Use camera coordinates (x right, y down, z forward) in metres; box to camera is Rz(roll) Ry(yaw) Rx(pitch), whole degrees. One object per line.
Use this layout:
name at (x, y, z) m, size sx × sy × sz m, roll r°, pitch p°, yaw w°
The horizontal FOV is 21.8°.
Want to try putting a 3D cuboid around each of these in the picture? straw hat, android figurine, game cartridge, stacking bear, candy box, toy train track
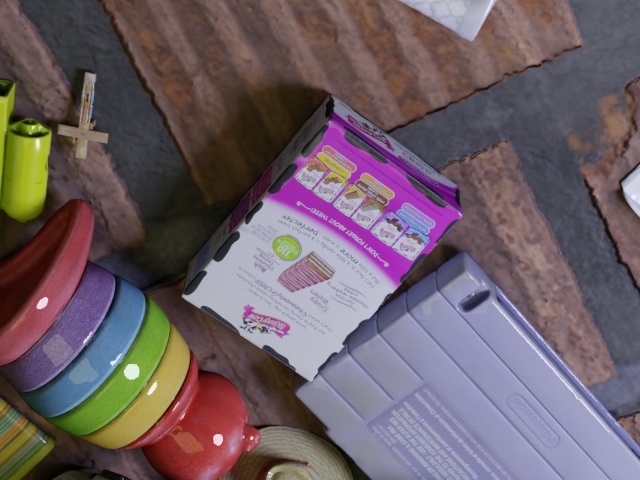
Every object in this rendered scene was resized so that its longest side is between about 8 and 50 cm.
straw hat at (-0.029, 0.250, 1.662) m, size 0.144 × 0.061 × 0.144 m, roll 3°, pitch 75°, yaw -11°
android figurine at (-0.378, -0.075, 1.554) m, size 0.248 × 0.056 × 0.273 m, roll 10°, pitch 115°, yaw -4°
game cartridge at (0.164, 0.199, 1.674) m, size 0.230 × 0.068 × 0.355 m, roll -34°, pitch 111°, yaw 21°
stacking bear at (-0.188, 0.128, 1.598) m, size 0.175 × 0.164 × 0.289 m, roll -37°, pitch 116°, yaw 25°
candy box at (0.000, 0.000, 1.569) m, size 0.159 × 0.071 × 0.233 m, roll 35°, pitch 112°, yaw -15°
toy train track at (-0.218, -0.118, 1.549) m, size 0.048 × 0.014 × 0.083 m, roll 11°, pitch 111°, yaw 4°

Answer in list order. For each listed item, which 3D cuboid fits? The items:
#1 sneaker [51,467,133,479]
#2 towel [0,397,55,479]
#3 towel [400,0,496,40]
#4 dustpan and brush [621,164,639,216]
sneaker at (-0.210, 0.277, 1.659) m, size 0.330 × 0.146 × 0.122 m, roll -16°, pitch 130°, yaw 25°
towel at (-0.389, 0.165, 1.696) m, size 0.102 × 0.021 × 0.237 m, roll -42°, pitch 108°, yaw 14°
towel at (0.077, -0.370, 1.391) m, size 0.317 × 0.053 × 0.332 m, roll 27°, pitch 114°, yaw -11°
dustpan and brush at (0.405, -0.022, 1.551) m, size 0.211 × 0.060 × 0.147 m, roll 38°, pitch 112°, yaw -16°
